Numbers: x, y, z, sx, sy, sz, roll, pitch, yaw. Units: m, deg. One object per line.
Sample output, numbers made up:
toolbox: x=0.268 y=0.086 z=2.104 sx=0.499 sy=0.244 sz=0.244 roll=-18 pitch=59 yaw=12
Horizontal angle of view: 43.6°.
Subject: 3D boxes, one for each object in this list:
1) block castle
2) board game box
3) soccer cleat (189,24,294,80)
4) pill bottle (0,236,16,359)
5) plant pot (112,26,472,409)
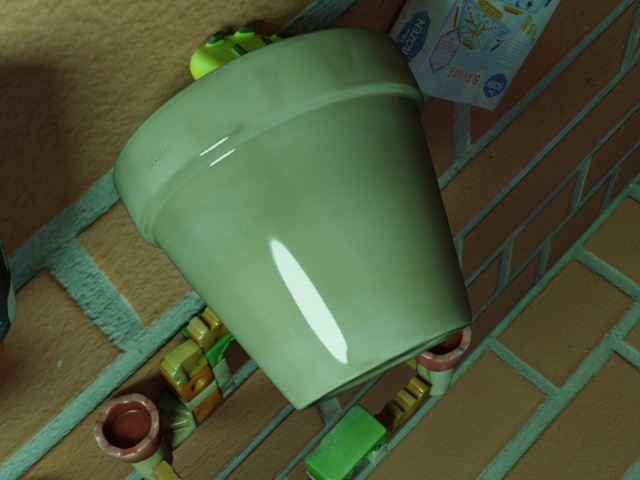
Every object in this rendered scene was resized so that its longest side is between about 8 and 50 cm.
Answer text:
block castle: x=-0.045 y=0.201 z=1.084 sx=0.453 sy=0.303 sz=0.213 roll=-42 pitch=152 yaw=-21
board game box: x=0.241 y=-0.342 z=1.097 sx=0.319 sy=0.066 sz=0.318 roll=-4 pitch=128 yaw=-57
soccer cleat: x=-0.030 y=-0.161 z=0.867 sx=0.289 sy=0.093 sz=0.121 roll=-15 pitch=139 yaw=-52
pill bottle: x=-0.308 y=0.019 z=0.609 sx=0.130 sy=0.130 sz=0.245 roll=-34 pitch=150 yaw=-32
plant pot: x=0.000 y=0.000 z=0.789 sx=0.323 sy=0.280 sz=0.323 roll=-25 pitch=166 yaw=-7
